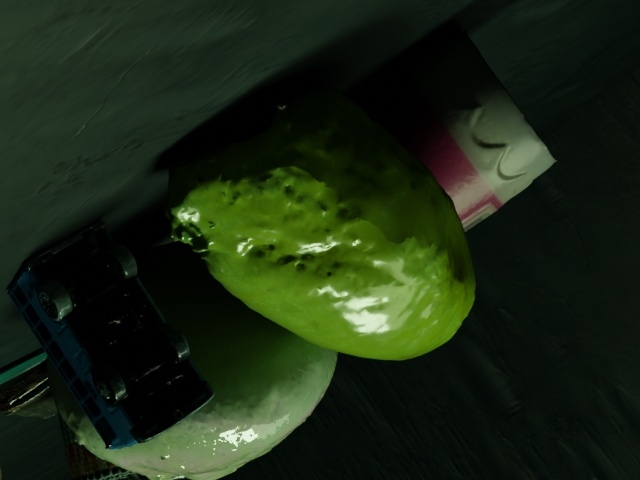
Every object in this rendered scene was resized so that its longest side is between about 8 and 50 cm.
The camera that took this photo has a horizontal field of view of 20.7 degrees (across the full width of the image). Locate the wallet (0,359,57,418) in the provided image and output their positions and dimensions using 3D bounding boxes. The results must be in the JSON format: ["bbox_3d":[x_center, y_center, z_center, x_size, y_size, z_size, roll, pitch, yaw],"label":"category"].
[{"bbox_3d":[-0.309,0.169,2.177,0.169,0.044,0.317,-32,172,-4],"label":"wallet"}]

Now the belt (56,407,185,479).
[{"bbox_3d":[-0.175,0.205,2.056,0.257,0.150,0.207,-13,174,-9],"label":"belt"}]

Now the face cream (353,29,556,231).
[{"bbox_3d":[0.115,-0.092,1.785,0.195,0.175,0.175,-35,174,7],"label":"face cream"}]

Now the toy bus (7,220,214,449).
[{"bbox_3d":[-0.183,0.089,1.526,0.090,0.185,0.106,-31,176,-32],"label":"toy bus"}]

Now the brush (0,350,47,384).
[{"bbox_3d":[-0.357,0.165,1.935,0.043,0.032,0.193,-40,171,39],"label":"brush"}]

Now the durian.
[{"bbox_3d":[0.017,-0.011,1.581,0.204,0.339,0.256,-55,-164,6],"label":"durian"}]

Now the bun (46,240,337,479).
[{"bbox_3d":[-0.118,0.136,1.724,0.293,0.293,0.187,-32,135,-28],"label":"bun"}]
